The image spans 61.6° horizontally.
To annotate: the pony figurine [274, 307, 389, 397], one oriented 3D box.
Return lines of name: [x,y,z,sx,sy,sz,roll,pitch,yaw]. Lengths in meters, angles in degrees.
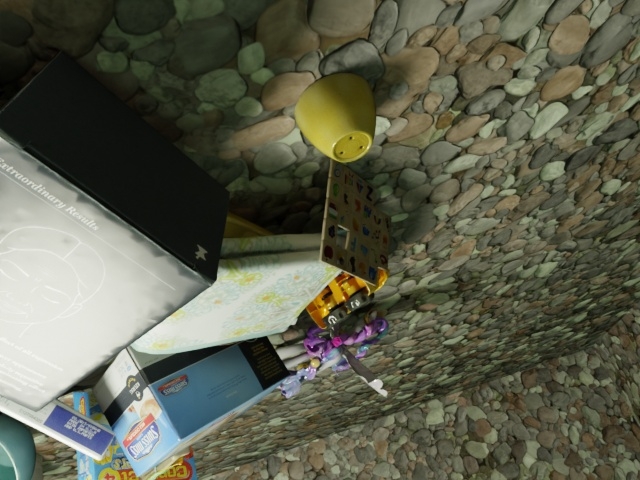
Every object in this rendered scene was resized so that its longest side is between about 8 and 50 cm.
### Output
pony figurine: [0.030,0.303,1.502,0.363,0.303,0.351,-27,-179,6]

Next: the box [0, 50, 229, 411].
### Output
box: [-0.370,0.009,0.727,0.395,0.212,0.293,-34,122,23]

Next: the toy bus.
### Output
toy bus: [0.082,0.081,1.229,0.211,0.149,0.220,-20,164,-38]

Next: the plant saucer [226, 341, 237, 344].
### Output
plant saucer: [-0.240,0.175,1.218,0.168,0.168,0.029,2,118,-32]

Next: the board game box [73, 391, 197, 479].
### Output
board game box: [-0.517,0.555,1.505,0.086,0.302,0.308,-39,145,29]

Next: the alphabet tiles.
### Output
alphabet tiles: [0.077,-0.025,1.049,0.009,0.198,0.237,-5,161,35]

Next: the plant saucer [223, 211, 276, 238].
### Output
plant saucer: [-0.288,0.019,1.005,0.332,0.081,0.333,-33,147,22]

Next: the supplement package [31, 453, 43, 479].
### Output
supplement package: [-0.983,0.781,1.690,0.149,0.203,0.194,-13,148,-13]

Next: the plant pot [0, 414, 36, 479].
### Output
plant pot: [-0.872,0.576,1.406,0.290,0.290,0.195,-23,-176,6]

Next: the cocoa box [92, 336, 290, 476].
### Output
cocoa box: [-0.291,0.331,1.247,0.347,0.228,0.231,-17,158,-51]

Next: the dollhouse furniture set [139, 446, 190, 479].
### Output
dollhouse furniture set: [-0.394,0.481,1.456,0.151,0.302,0.197,17,131,-42]

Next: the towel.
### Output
towel: [-0.156,0.099,1.043,0.374,0.090,0.320,-5,147,-36]

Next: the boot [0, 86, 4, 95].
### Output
boot: [-0.519,-0.143,0.633,0.305,0.112,0.115,-27,119,20]

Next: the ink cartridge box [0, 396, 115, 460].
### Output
ink cartridge box: [-0.624,0.372,1.186,0.324,0.071,0.330,34,153,-14]

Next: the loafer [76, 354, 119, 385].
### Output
loafer: [-0.475,0.222,1.202,0.319,0.112,0.111,-39,138,18]

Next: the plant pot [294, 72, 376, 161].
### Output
plant pot: [0.035,-0.183,0.856,0.134,0.095,0.134,-14,148,-9]

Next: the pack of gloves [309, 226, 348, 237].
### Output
pack of gloves: [0.000,0.000,1.194,0.232,0.046,0.195,-11,162,-15]

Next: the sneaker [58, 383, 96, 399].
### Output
sneaker: [-0.662,0.355,1.331,0.234,0.078,0.106,-17,146,-12]
